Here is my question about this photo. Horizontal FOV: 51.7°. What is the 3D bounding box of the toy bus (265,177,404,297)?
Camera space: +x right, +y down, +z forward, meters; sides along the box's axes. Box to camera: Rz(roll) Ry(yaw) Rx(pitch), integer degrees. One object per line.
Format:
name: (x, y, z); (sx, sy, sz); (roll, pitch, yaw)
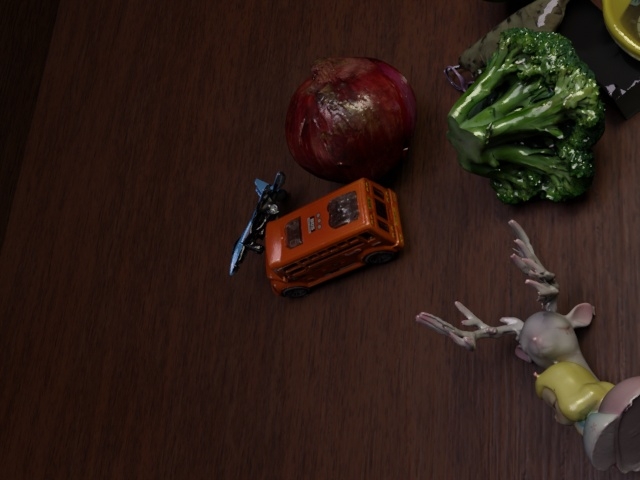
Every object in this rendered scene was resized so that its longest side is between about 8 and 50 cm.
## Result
toy bus: (0.000, 0.000, 1.345); (0.329, 0.153, 0.143); (-24, 59, 33)

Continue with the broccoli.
broccoli: (0.335, -0.200, 1.087); (0.245, 0.295, 0.265); (-30, 22, -8)

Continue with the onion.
onion: (0.059, -0.243, 1.312); (0.276, 0.276, 0.277); (-15, 65, 34)

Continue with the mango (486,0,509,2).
mango: (0.421, -0.579, 1.171); (0.382, 0.201, 0.225); (-44, 10, 19)

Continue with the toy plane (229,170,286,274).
toy plane: (-0.137, -0.030, 1.461); (0.078, 0.169, 0.247); (16, 68, 4)

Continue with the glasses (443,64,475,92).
glasses: (0.319, -0.329, 1.292); (0.103, 0.063, 0.140); (-38, 51, -6)

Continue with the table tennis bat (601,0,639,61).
table tennis bat: (0.509, -0.394, 1.052); (0.368, 0.054, 0.224); (31, 76, 16)

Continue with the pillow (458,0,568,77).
pillow: (0.346, -0.353, 1.178); (0.241, 0.051, 0.093); (-28, 68, 45)

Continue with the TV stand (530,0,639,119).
TV stand: (0.470, -0.335, 1.136); (0.088, 0.082, 0.270); (-41, 54, 20)

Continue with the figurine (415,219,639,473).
figurine: (0.338, 0.147, 0.954); (0.206, 0.284, 0.316); (-53, 38, 9)
